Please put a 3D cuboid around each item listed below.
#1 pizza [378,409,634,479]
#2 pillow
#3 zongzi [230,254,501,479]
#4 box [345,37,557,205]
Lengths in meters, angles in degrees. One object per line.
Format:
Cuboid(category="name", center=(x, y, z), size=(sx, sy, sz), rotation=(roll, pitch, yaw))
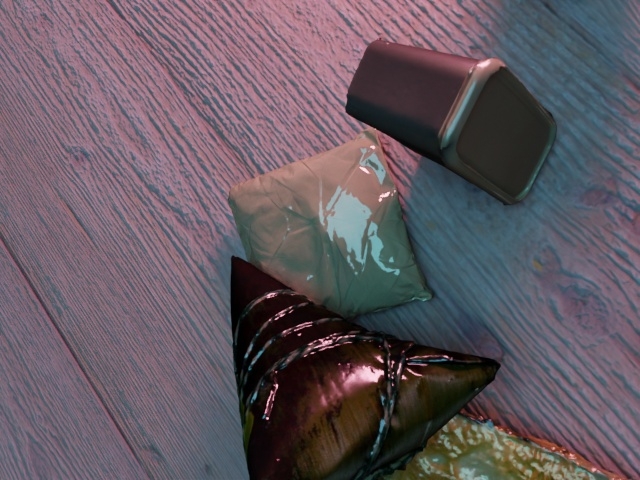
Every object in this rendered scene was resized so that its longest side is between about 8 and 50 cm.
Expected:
Cuboid(category="pizza", center=(0.206, 0.378, 0.828), size=(0.435, 0.080, 0.392), rotation=(-48, 69, 15))
Cuboid(category="pillow", center=(0.001, -0.002, 0.946), size=(0.281, 0.076, 0.274), rotation=(-20, 81, 21))
Cuboid(category="zongzi", center=(-0.028, 0.161, 0.829), size=(0.362, 0.319, 0.383), rotation=(67, 153, 6))
Cuboid(category="box", center=(0.175, -0.156, 0.794), size=(0.178, 0.274, 0.138), rotation=(30, 98, 35))
